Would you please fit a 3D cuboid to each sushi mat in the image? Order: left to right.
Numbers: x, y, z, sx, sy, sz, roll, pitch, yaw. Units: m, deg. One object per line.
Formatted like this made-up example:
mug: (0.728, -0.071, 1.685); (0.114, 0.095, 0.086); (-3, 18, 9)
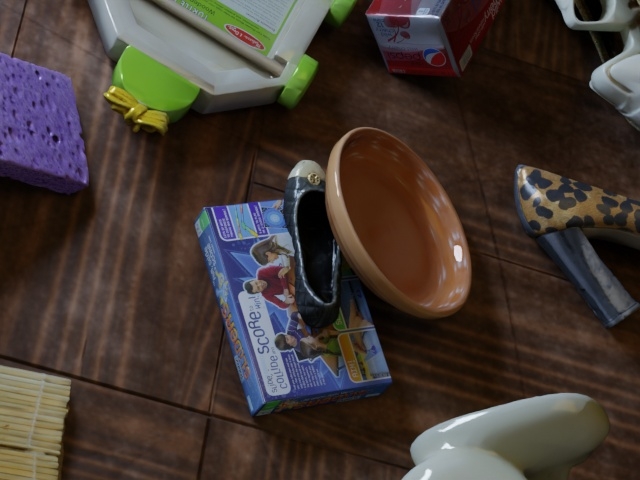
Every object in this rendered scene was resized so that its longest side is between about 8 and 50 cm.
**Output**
sushi mat: (-0.367, 0.155, 1.641); (0.316, 0.019, 0.151); (13, 61, -16)

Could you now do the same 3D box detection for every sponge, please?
sponge: (-0.295, -0.115, 1.749); (0.210, 0.031, 0.117); (16, 55, -52)

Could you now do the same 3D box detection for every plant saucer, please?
plant saucer: (0.069, -0.012, 1.862); (0.200, 0.037, 0.200); (34, 40, -35)

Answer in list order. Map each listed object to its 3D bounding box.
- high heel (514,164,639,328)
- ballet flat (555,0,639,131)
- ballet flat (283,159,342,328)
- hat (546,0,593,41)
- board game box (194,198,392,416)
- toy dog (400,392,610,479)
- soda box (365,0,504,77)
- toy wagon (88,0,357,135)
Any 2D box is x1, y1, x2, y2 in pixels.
high heel: (0.327, -0.054, 1.996); (0.261, 0.093, 0.186); (-36, 88, -24)
ballet flat: (0.316, -0.218, 2.046); (0.123, 0.123, 0.349); (-23, 90, -31)
ballet flat: (0.000, 0.000, 1.816); (0.057, 0.049, 0.173); (5, 61, -22)
hat: (0.395, -0.347, 2.143); (0.331, 0.331, 0.134); (44, 16, 4)
board game box: (-0.026, 0.057, 1.827); (0.136, 0.035, 0.201); (-6, 67, -26)
toy dog: (0.122, 0.369, 1.543); (0.395, 0.285, 0.408); (-5, 48, -8)
soda box: (0.147, -0.287, 2.034); (0.092, 0.083, 0.263); (7, 49, 32)
toy wagon: (-0.121, -0.229, 1.920); (0.267, 0.068, 0.344); (31, 57, -5)
